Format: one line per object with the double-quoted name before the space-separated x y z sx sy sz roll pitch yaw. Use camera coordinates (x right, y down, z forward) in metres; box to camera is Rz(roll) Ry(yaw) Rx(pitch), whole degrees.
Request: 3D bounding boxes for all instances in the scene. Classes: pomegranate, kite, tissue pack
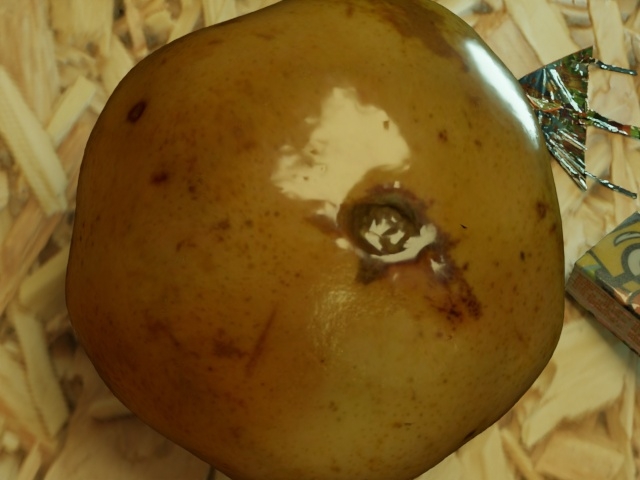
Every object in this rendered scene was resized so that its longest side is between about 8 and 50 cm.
"pomegranate" 0.000 0.000 1.537 0.417 0.416 0.416 12 60 -21
"kite" 0.260 -0.131 1.952 0.160 0.010 0.182 17 58 -18
"tissue pack" 0.319 0.055 1.837 0.148 0.060 0.109 42 54 16
